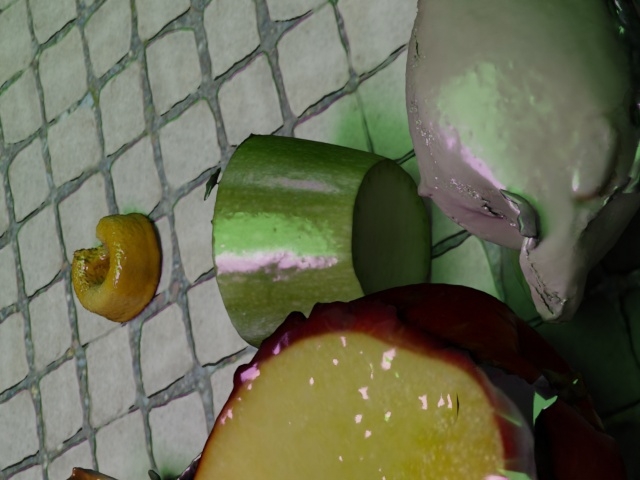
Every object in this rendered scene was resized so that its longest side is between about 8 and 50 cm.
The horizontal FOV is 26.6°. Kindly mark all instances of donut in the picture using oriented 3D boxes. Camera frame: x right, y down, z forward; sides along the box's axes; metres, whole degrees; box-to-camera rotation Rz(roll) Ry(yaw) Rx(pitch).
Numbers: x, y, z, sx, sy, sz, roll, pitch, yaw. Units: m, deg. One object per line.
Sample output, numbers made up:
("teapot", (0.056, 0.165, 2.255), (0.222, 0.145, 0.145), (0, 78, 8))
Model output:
("donut", (-0.196, 0.027, 1.274), (0.108, 0.043, 0.097), (-53, 50, 30))

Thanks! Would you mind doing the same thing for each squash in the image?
("squash", (0.000, 0.000, 1.006), (0.122, 0.170, 0.170), (-3, 81, 33))

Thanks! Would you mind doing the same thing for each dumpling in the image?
("dumpling", (0.147, -0.087, 0.869), (0.163, 0.204, 0.293), (-18, 67, 25))

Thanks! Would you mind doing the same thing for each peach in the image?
("peach", (0.054, 0.193, 0.881), (0.362, 0.201, 0.258), (-54, 52, 20))

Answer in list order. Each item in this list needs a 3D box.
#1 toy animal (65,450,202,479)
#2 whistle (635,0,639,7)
("toy animal", (-0.159, 0.246, 1.107), (0.160, 0.197, 0.273), (22, 104, 48))
("whistle", (0.233, -0.141, 0.859), (0.062, 0.062, 0.312), (-26, 66, 39))
